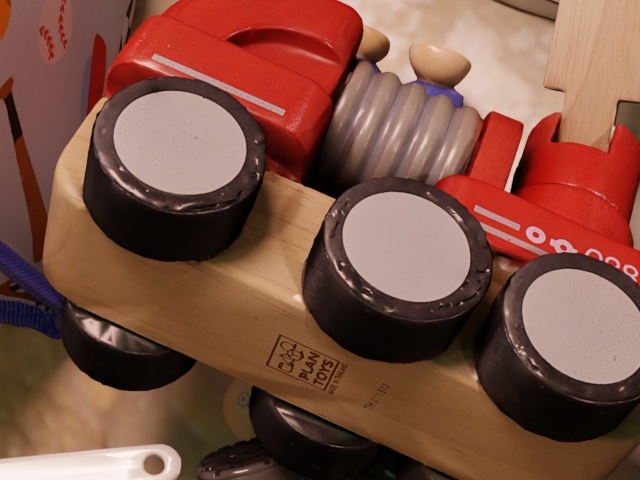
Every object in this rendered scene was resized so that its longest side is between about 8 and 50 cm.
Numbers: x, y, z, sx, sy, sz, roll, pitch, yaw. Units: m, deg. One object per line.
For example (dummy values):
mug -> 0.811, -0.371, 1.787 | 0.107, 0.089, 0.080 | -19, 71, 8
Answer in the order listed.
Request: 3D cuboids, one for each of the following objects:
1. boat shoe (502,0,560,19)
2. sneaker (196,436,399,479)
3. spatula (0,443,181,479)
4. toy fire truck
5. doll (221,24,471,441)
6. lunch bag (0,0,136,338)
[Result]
boat shoe -> 0.163, -0.121, 0.577 | 0.219, 0.070, 0.077 | 17, 75, 12
sneaker -> 0.010, 0.119, 0.530 | 0.170, 0.051, 0.089 | -11, 97, -18
spatula -> -0.165, 0.143, 0.466 | 0.242, 0.019, 0.168 | -4, 64, -6
toy fire truck -> 0.042, -0.048, 0.498 | 0.217, 0.158, 0.246 | 24, 51, 2
doll -> 0.000, 0.000, 0.572 | 0.129, 0.046, 0.189 | 18, 81, 5
lunch bag -> -0.216, -0.169, 0.476 | 0.239, 0.385, 0.327 | 3, 74, 8
